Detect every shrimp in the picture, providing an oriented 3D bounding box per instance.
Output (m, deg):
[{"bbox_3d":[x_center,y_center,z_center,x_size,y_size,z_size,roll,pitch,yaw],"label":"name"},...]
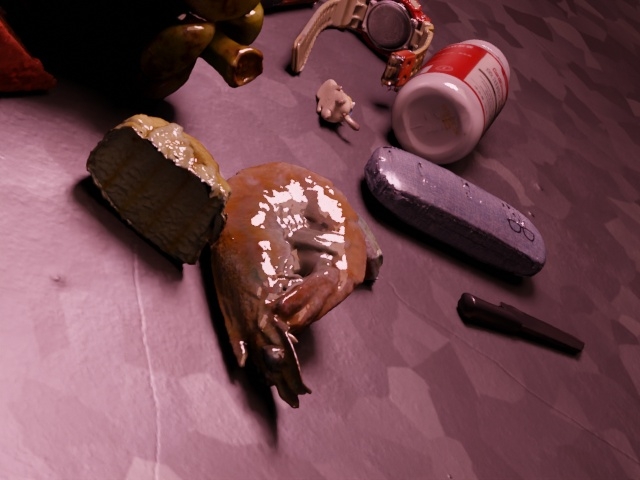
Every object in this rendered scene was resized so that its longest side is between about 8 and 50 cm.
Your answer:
[{"bbox_3d":[-0.026,0.038,1.320,0.168,0.077,0.317,-3,51,-10],"label":"shrimp"}]

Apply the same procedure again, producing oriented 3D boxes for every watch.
[{"bbox_3d":[0.064,-0.278,1.834,0.165,0.102,0.268,22,33,5],"label":"watch"}]

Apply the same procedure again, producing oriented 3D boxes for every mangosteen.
[{"bbox_3d":[-0.203,-0.316,1.445,0.297,0.313,0.297,-6,27,3],"label":"mangosteen"}]

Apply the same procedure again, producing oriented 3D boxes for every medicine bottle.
[{"bbox_3d":[0.193,-0.204,1.840,0.131,0.131,0.250,41,32,1],"label":"medicine bottle"}]

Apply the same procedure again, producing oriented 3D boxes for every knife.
[{"bbox_3d":[0.259,0.103,1.634,0.230,0.028,0.060,21,24,-32],"label":"knife"}]

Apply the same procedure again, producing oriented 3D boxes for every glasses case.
[{"bbox_3d":[0.178,-0.036,1.674,0.282,0.067,0.109,27,31,-23],"label":"glasses case"}]

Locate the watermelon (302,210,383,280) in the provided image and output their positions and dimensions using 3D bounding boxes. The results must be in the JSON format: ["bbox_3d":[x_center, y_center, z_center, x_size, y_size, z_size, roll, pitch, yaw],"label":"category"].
[{"bbox_3d":[0.000,0.000,1.443,0.187,0.071,0.139,32,36,-14],"label":"watermelon"}]

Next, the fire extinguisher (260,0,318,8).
[{"bbox_3d":[-0.034,-0.366,1.879,0.062,0.050,0.177,31,27,22],"label":"fire extinguisher"}]

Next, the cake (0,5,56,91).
[{"bbox_3d":[-0.366,-0.253,1.277,0.262,0.159,0.158,-7,51,-52],"label":"cake"}]

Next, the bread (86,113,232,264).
[{"bbox_3d":[-0.153,-0.060,1.332,0.156,0.103,0.110,46,20,-1],"label":"bread"}]

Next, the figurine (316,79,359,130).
[{"bbox_3d":[0.025,-0.177,1.719,0.050,0.047,0.083,41,20,-29],"label":"figurine"}]
